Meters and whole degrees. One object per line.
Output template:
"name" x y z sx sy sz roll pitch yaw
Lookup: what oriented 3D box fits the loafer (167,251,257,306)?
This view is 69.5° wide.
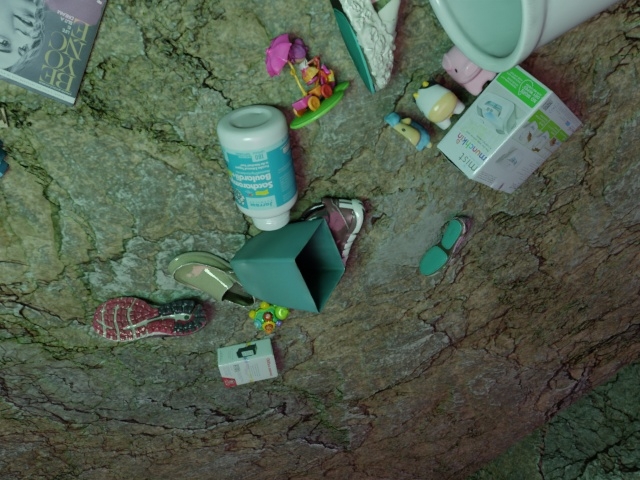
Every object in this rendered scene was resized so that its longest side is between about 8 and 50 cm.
"loafer" -0.273 0.108 1.234 0.269 0.092 0.102 18 122 -27

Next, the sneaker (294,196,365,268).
"sneaker" 0.000 0.000 1.227 0.163 0.106 0.281 11 117 -14

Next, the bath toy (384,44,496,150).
"bath toy" 0.294 -0.358 0.978 0.129 0.151 0.348 38 109 -12

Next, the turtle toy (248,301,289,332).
"turtle toy" -0.148 0.230 1.388 0.130 0.066 0.095 -39 128 18

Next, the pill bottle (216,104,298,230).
"pill bottle" -0.129 -0.150 1.021 0.146 0.146 0.264 -12 131 -5

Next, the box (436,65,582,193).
"box" 0.437 -0.239 1.054 0.262 0.126 0.231 3 134 -49

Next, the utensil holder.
"utensil holder" 0.395 -0.511 0.736 0.386 0.327 0.327 -29 131 2

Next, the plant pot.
"plant pot" -0.093 0.062 1.154 0.234 0.165 0.165 -2 125 33

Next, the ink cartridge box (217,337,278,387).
"ink cartridge box" -0.235 0.399 1.501 0.175 0.072 0.127 -10 131 -7

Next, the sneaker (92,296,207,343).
"sneaker" -0.468 0.229 1.274 0.299 0.120 0.112 5 159 -9

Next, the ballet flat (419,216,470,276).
"ballet flat" 0.377 0.021 1.359 0.079 0.077 0.221 -4 133 -38

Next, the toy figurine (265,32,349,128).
"toy figurine" -0.035 -0.337 0.918 0.130 0.173 0.159 -4 129 49

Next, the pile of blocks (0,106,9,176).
"pile of blocks" -0.679 -0.184 0.866 0.149 0.112 0.362 -2 130 -14

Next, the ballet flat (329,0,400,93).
"ballet flat" 0.068 -0.453 0.821 0.147 0.147 0.409 -29 131 10

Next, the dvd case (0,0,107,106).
"dvd case" -0.500 -0.368 0.823 0.165 0.018 0.221 19 122 -28
